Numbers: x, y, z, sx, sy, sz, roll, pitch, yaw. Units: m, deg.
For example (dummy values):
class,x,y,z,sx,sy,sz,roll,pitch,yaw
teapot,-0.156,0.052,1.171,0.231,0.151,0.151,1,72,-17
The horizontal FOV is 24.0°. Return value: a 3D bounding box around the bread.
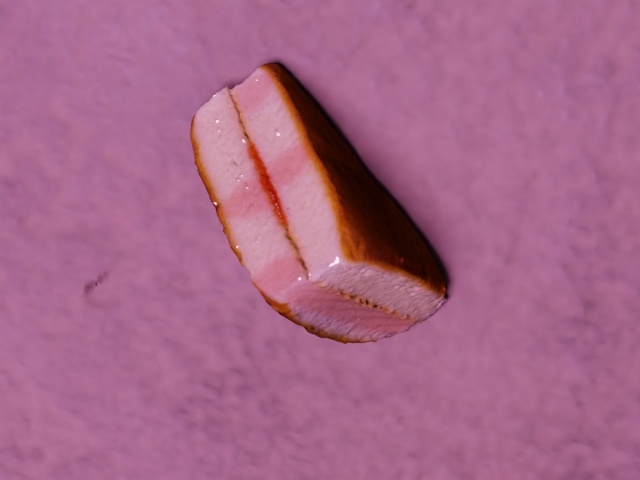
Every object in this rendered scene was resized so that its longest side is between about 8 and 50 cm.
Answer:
class,x,y,z,sx,sy,sz,roll,pitch,yaw
bread,0.000,0.000,0.484,0.043,0.062,0.109,-33,110,20
